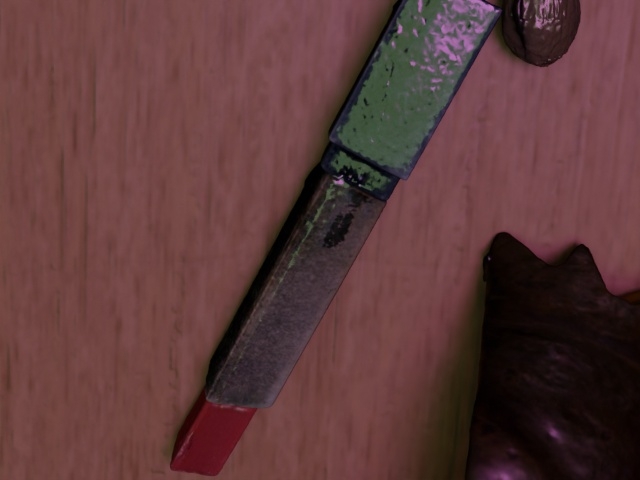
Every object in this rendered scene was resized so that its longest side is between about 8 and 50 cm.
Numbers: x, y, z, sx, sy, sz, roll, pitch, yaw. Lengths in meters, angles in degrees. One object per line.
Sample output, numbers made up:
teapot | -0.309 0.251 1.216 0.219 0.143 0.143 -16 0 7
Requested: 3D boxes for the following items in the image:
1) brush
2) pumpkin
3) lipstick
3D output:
brush | 0.116 -0.239 0.576 0.042 0.039 0.299 0 102 1
pumpkin | 0.142 0.135 0.609 0.130 0.149 0.254 4 103 12
lipstick | 0.000 0.000 0.628 0.051 0.051 0.312 27 104 -6
